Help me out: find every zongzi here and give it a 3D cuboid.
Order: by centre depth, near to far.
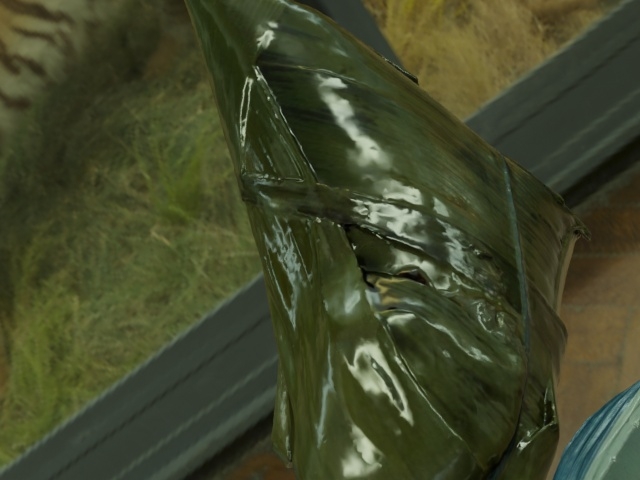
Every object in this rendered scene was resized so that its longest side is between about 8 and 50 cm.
[{"bbox_3d":[0.000,0.000,0.505,0.125,0.274,0.251,-37,20,33],"label":"zongzi"}]

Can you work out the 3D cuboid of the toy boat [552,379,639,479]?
[{"bbox_3d":[0.124,0.068,0.313,0.149,0.034,0.105,-25,37,52],"label":"toy boat"}]
